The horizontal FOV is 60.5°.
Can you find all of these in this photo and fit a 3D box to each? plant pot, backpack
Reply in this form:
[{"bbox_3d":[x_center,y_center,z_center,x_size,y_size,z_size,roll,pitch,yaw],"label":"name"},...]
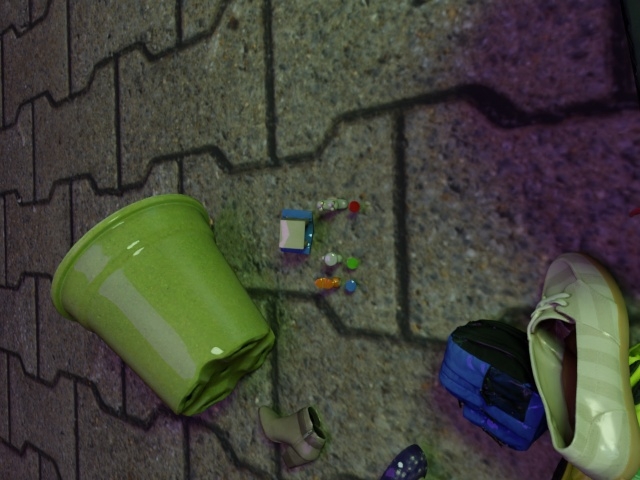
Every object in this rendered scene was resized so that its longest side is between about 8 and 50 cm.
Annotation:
[{"bbox_3d":[-0.215,0.115,0.842,0.254,0.276,0.276,46,121,19],"label":"plant pot"},{"bbox_3d":[0.180,0.142,0.556,0.120,0.097,0.101,30,115,38],"label":"backpack"}]

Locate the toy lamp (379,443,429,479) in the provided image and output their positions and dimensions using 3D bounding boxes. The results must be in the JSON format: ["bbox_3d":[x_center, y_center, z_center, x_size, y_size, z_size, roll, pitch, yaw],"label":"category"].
[{"bbox_3d":[0.179,0.338,0.575,0.274,0.080,0.080,35,114,38],"label":"toy lamp"}]

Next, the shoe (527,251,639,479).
[{"bbox_3d":[0.219,0.090,0.472,0.077,0.058,0.219,121,166,-47],"label":"shoe"}]

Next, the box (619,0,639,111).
[{"bbox_3d":[0.312,-0.221,0.238,0.343,0.179,0.313,-8,124,33],"label":"box"}]

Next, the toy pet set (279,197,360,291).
[{"bbox_3d":[0.000,0.000,0.765,0.114,0.065,0.122,5,98,8],"label":"toy pet set"}]

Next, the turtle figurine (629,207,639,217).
[{"bbox_3d":[0.334,0.010,0.402,0.175,0.118,0.234,-9,68,2],"label":"turtle figurine"}]

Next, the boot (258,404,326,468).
[{"bbox_3d":[-0.039,0.272,0.809,0.087,0.042,0.118,-51,59,24],"label":"boot"}]

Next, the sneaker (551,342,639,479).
[{"bbox_3d":[0.282,0.209,0.477,0.123,0.109,0.296,22,103,11],"label":"sneaker"}]
